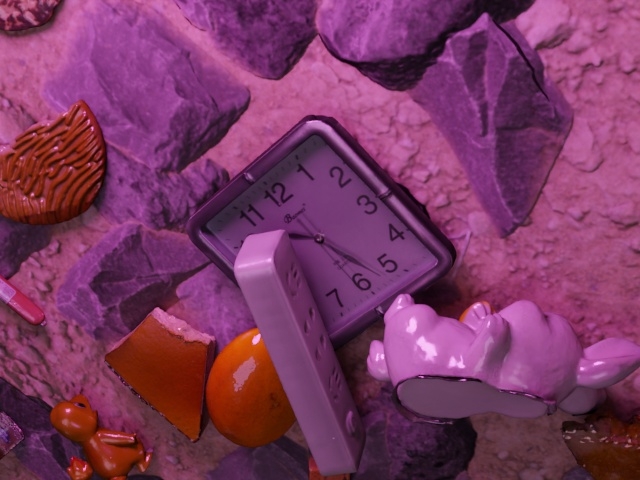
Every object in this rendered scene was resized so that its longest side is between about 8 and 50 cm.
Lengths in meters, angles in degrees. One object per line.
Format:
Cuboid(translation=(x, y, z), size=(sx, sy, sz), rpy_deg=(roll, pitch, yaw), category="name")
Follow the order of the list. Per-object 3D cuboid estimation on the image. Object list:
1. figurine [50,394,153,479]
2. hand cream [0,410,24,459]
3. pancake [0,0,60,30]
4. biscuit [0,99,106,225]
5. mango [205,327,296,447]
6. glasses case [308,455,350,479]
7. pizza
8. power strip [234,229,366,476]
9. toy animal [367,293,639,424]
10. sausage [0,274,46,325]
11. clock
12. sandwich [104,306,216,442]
Cuboid(translation=(-0.363, 0.330, 1.553), size=(0.121, 0.122, 0.176), rpy_deg=(-31, 107, 32), category="figurine")
Cuboid(translation=(-0.571, 0.357, 1.683), size=(0.163, 0.039, 0.062), rpy_deg=(-42, 85, 29), category="hand cream")
Cuboid(translation=(-0.401, -0.352, 1.235), size=(0.190, 0.020, 0.184), rpy_deg=(-24, 110, 26), category="pancake")
Cuboid(translation=(-0.385, -0.107, 1.363), size=(0.176, 0.031, 0.228), rpy_deg=(26, 124, 0), category="biscuit")
Cuboid(translation=(-0.094, 0.214, 1.417), size=(0.141, 0.102, 0.217), rpy_deg=(13, 124, 2), category="mango")
Cuboid(translation=(0.011, 0.405, 1.531), size=(0.065, 0.041, 0.170), rpy_deg=(-1, 120, -4), category="glasses case")
Cuboid(translation=(0.422, 0.276, 1.311), size=(0.226, 0.069, 0.147), rpy_deg=(3, 137, 4), category="pizza")
Cuboid(translation=(-0.017, 0.166, 1.318), size=(0.062, 0.091, 0.385), rpy_deg=(-11, 118, 19), category="power strip")
Cuboid(translation=(0.232, 0.160, 1.254), size=(0.325, 0.154, 0.208), rpy_deg=(17, 145, -2), category="toy animal")
Cuboid(translation=(-0.504, 0.057, 1.493), size=(0.223, 0.029, 0.029), rpy_deg=(42, 122, -9), category="sausage")
Cuboid(translation=(0.000, 0.000, 1.296), size=(0.273, 0.049, 0.279), rpy_deg=(-36, 105, 30), category="clock")
Cuboid(translation=(-0.204, 0.192, 1.463), size=(0.193, 0.058, 0.162), rpy_deg=(45, 121, -8), category="sandwich")
